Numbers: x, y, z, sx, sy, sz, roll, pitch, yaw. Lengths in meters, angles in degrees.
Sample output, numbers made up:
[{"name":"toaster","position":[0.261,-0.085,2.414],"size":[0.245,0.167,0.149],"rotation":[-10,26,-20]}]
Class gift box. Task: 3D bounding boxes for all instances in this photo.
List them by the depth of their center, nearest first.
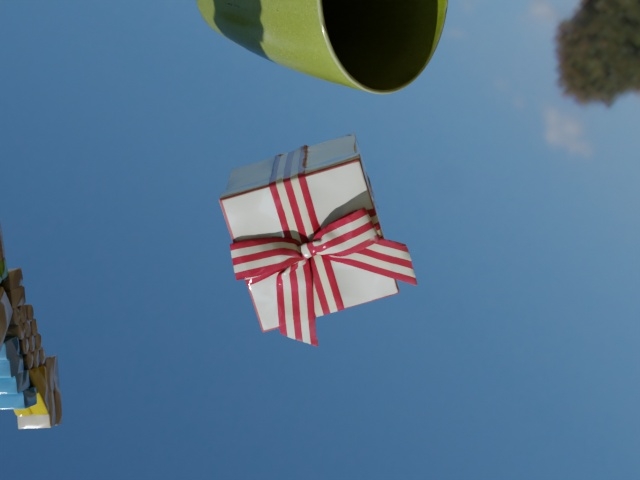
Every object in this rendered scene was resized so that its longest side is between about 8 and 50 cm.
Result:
[{"name":"gift box","position":[0.000,0.000,2.272],"size":[0.258,0.255,0.276],"rotation":[-87,-25,-75]}]

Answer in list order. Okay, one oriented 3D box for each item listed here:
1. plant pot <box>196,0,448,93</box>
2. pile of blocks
[{"name":"plant pot","position":[-0.024,-0.345,1.980],"size":[0.293,0.275,0.274],"rotation":[9,176,40]},{"name":"pile of blocks","position":[-0.389,0.097,1.601],"size":[0.149,0.112,0.362],"rotation":[-83,-15,-49]}]
